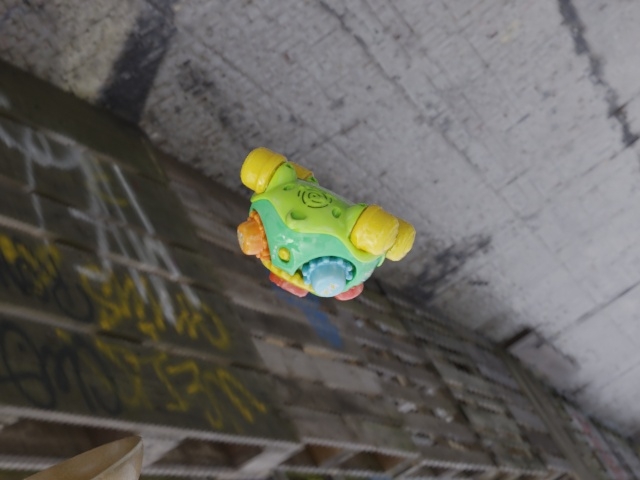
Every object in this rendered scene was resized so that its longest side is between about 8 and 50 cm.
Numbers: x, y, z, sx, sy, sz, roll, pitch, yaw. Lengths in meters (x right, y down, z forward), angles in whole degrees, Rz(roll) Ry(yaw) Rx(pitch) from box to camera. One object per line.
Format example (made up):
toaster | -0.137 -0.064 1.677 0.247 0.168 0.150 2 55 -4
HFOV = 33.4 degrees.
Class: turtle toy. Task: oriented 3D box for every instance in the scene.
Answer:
turtle toy | 0.000 0.000 0.613 0.066 0.095 0.130 -62 164 2

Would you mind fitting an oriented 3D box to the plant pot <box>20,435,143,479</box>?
plant pot | -0.198 0.174 0.577 0.236 0.032 0.236 -26 -179 0
